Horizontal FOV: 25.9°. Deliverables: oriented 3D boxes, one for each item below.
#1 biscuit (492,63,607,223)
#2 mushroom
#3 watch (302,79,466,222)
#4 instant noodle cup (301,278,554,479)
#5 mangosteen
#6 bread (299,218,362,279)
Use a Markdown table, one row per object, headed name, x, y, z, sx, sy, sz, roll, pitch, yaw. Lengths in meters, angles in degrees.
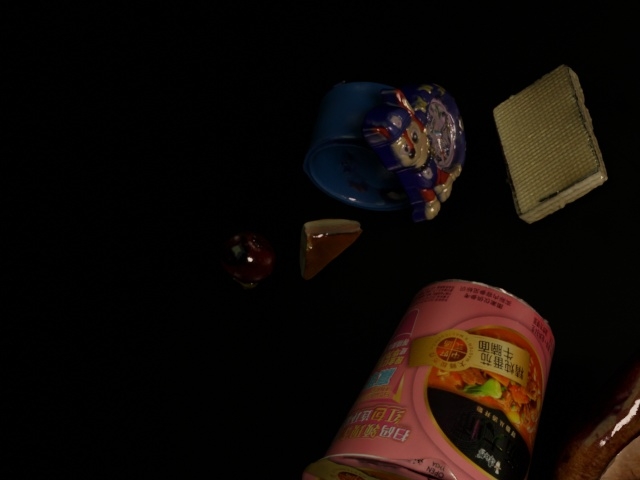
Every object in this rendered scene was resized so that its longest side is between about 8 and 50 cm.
| name | x | y | z | sx | sy | sz | roll | pitch | yaw |
| --- | --- | --- | --- | --- | --- | --- | --- | --- | --- |
| biscuit | 0.279 | -0.118 | 1.706 | 0.121 | 0.040 | 0.199 | -31 | 41 | 25 |
| mushroom | 0.339 | 0.214 | 1.282 | 0.217 | 0.148 | 0.227 | 40 | 97 | 40 |
| watch | 0.074 | -0.124 | 1.819 | 0.200 | 0.196 | 0.171 | -8 | 44 | 37 |
| instant noodle cup | 0.132 | 0.185 | 1.462 | 0.244 | 0.244 | 0.255 | -10 | 45 | 45 |
| mangosteen | -0.106 | 0.026 | 1.987 | 0.081 | 0.081 | 0.081 | -30 | 40 | 29 |
| bread | 0.000 | 0.000 | 1.905 | 0.109 | 0.062 | 0.043 | -40 | 35 | 12 |
